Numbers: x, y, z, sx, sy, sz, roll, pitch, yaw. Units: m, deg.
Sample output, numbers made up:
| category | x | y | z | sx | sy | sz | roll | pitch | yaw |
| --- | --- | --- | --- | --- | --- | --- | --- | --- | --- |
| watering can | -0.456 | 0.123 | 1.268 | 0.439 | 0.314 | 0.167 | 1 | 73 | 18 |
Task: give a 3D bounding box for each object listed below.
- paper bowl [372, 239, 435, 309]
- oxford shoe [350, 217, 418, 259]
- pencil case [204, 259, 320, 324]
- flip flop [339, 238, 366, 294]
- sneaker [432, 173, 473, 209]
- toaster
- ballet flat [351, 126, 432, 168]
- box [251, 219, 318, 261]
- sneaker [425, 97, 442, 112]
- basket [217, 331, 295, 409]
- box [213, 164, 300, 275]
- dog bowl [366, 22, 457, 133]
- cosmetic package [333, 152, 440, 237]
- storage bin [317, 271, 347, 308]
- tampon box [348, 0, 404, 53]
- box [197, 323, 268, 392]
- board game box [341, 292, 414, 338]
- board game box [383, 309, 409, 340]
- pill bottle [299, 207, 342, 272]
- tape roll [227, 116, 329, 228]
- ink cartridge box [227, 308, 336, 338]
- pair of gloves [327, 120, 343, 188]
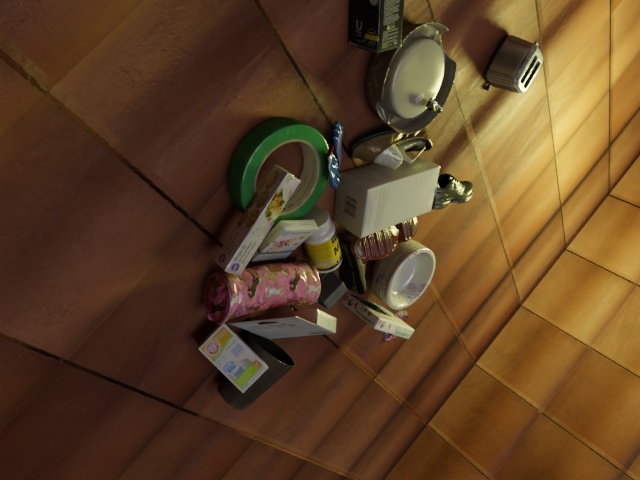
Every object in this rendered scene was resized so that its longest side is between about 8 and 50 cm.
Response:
| category | x | y | z | sx | sy | sz | roll | pitch | yaw |
| --- | --- | --- | --- | --- | --- | --- | --- | --- | --- |
| paper bowl | 0.324 | 0.127 | 2.165 | 0.284 | 0.148 | 0.285 | -25 | 133 | -31 |
| oxford shoe | 0.214 | -0.013 | 1.953 | 0.348 | 0.130 | 0.123 | -21 | 108 | -41 |
| pencil case | -0.179 | 0.157 | 1.673 | 0.385 | 0.160 | 0.167 | -4 | 95 | -44 |
| flip flop | 0.129 | 0.098 | 1.996 | 0.080 | 0.112 | 0.277 | -44 | 137 | -35 |
| sneaker | 0.536 | -0.216 | 2.176 | 0.286 | 0.109 | 0.130 | -20 | 124 | -38 |
| toaster | 0.738 | -0.661 | 2.025 | 0.129 | 0.146 | 0.227 | 23 | 99 | -50 |
| ballet flat | 0.261 | -0.309 | 1.798 | 0.342 | 0.124 | 0.116 | -22 | 163 | -37 |
| box | -0.116 | 0.000 | 1.642 | 0.145 | 0.038 | 0.186 | -4 | 150 | -47 |
| sneaker | 0.372 | -0.440 | 1.750 | 0.035 | 0.031 | 0.083 | -49 | 139 | 15 |
| basket | -0.235 | 0.457 | 1.830 | 0.204 | 0.154 | 0.227 | 37 | 95 | -18 |
| box | -0.176 | -0.055 | 1.475 | 0.063 | 0.067 | 0.324 | 28 | 98 | -50 |
| dog bowl | 0.289 | -0.524 | 1.703 | 0.348 | 0.102 | 0.349 | -25 | 133 | -31 |
| cosmetic package | 0.236 | -0.165 | 1.862 | 0.365 | 0.155 | 0.197 | -20 | 130 | -36 |
| storage bin | 0.030 | 0.187 | 1.956 | 0.135 | 0.091 | 0.098 | -44 | 140 | -12 |
| tampon box | 0.154 | -0.624 | 1.480 | 0.101 | 0.120 | 0.161 | -27 | 133 | -31 |
| box | -0.279 | 0.363 | 1.674 | 0.114 | 0.103 | 0.203 | -44 | 97 | -11 |
| board game box | 0.238 | 0.312 | 2.174 | 0.305 | 0.193 | 0.053 | 26 | 97 | -50 |
| board game box | 0.363 | 0.410 | 2.496 | 0.133 | 0.033 | 0.169 | -9 | 122 | -42 |
| pill bottle | 0.000 | 0.000 | 1.769 | 0.119 | 0.119 | 0.209 | -37 | 138 | -20 |
| tape roll | -0.115 | -0.194 | 1.549 | 0.321 | 0.077 | 0.322 | -26 | 133 | -32 |
| ink cartridge box | -0.124 | 0.263 | 1.732 | 0.239 | 0.274 | 0.060 | 36 | 51 | -51 |
| pair of gloves | 0.050 | -0.264 | 1.631 | 0.159 | 0.023 | 0.198 | 78 | 21 | -54 |
